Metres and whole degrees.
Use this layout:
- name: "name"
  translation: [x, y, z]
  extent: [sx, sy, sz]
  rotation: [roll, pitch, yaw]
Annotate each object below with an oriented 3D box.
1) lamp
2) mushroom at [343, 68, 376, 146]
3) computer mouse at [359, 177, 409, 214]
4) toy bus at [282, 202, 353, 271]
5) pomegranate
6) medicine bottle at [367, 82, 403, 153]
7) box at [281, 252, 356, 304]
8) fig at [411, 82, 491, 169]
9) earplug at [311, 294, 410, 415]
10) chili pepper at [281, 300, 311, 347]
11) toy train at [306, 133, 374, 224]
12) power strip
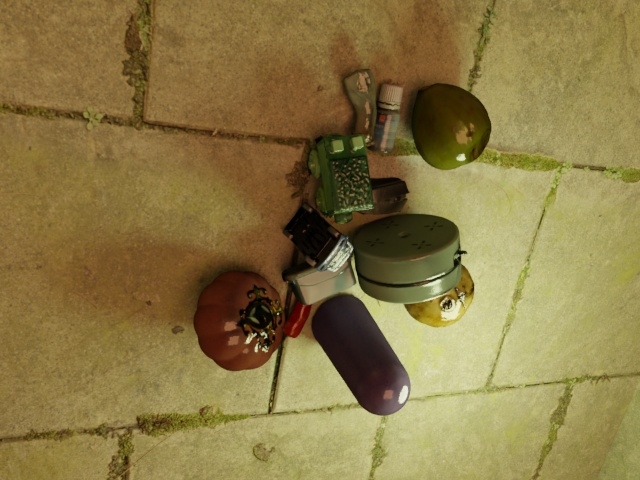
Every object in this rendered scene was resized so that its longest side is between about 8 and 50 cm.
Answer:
- name: "lamp"
  translation: [-0.254, 0.244, 1.563]
  extent: [0.239, 0.305, 0.305]
  rotation: [-16, 129, 37]
- name: "mushroom"
  translation: [0.127, -0.390, 1.529]
  extent: [0.092, 0.081, 0.223]
  rotation: [-29, 118, -46]
- name: "computer mouse"
  translation: [0.197, -0.136, 1.680]
  extent: [0.231, 0.071, 0.126]
  rotation: [-4, 113, -21]
- name: "toy bus"
  translation: [0.000, 0.000, 1.533]
  extent: [0.133, 0.292, 0.125]
  rotation: [34, 96, -32]
- name: "pomegranate"
  translation: [0.408, 0.176, 1.801]
  extent: [0.260, 0.260, 0.261]
  rotation: [-8, 114, -19]
- name: "medicine bottle"
  translation: [0.201, -0.372, 1.575]
  extent: [0.083, 0.083, 0.203]
  rotation: [4, 110, -23]
- name: "box"
  translation: [-0.002, 0.110, 1.642]
  extent: [0.226, 0.162, 0.130]
  rotation: [-21, 96, -13]
- name: "fig"
  translation: [0.386, -0.356, 1.577]
  extent: [0.239, 0.239, 0.271]
  rotation: [-42, 106, 0]
- name: "earplug"
  translation: [0.136, 0.376, 1.654]
  extent: [0.215, 0.456, 0.215]
  rotation: [-8, 116, -16]
- name: "chili pepper"
  translation: [-0.074, 0.249, 1.744]
  extent: [0.071, 0.063, 0.272]
  rotation: [15, 103, -39]
- name: "toy train"
  translation: [0.061, -0.185, 1.517]
  extent: [0.159, 0.188, 0.272]
  rotation: [-8, 90, -17]
- name: "power strip"
  translation: [0.283, 0.051, 1.631]
  extent: [0.357, 0.357, 0.162]
  rotation: [-17, 115, -14]
